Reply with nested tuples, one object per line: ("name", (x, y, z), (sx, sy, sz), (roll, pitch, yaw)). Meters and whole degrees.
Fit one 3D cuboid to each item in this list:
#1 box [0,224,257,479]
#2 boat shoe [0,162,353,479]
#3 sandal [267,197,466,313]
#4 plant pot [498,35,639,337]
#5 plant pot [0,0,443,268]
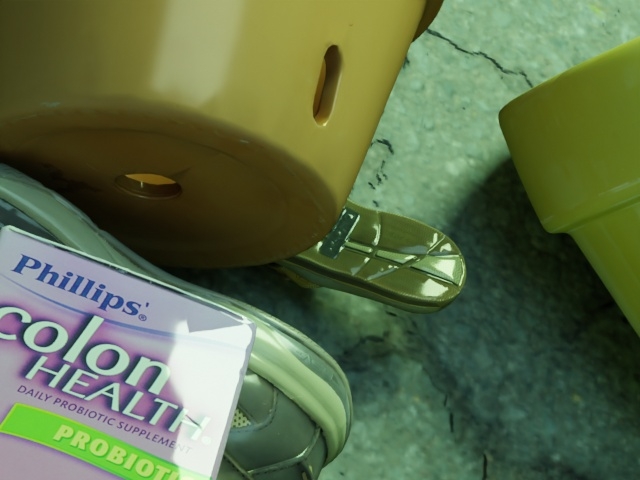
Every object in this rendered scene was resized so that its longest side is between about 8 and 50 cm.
("box", (-0.134, 0.161, 0.792), (0.117, 0.213, 0.243), (21, 46, -8))
("boat shoe", (-0.154, 0.058, 0.987), (0.355, 0.132, 0.130), (25, 55, -6))
("sandal", (0.000, 0.000, 1.127), (0.180, 0.049, 0.072), (26, 57, 15))
("plant pot", (0.265, -0.015, 1.145), (0.254, 0.254, 0.239), (-21, 88, -30))
("plant pot", (-0.075, -0.114, 1.035), (0.291, 0.291, 0.203), (14, 67, -15))
